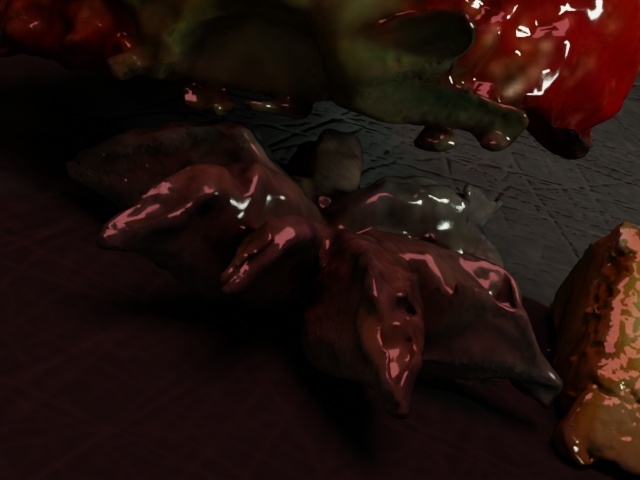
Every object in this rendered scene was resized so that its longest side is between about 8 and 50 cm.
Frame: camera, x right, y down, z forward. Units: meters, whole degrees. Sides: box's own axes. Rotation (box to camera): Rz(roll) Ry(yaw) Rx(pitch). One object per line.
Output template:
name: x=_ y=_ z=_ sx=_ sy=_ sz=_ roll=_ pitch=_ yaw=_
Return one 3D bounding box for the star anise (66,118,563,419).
star anise: x=0.000 y=0.000 z=0.618 sx=0.182 sy=0.065 sz=0.195 roll=11 pitch=28 yaw=-27

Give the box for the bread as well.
bread: x=0.128 y=0.063 z=0.662 sx=0.084 sy=0.080 sz=0.109 roll=22 pitch=59 yaw=-2

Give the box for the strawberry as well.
strawberry: x=0.022 y=-0.124 z=0.709 sx=0.253 sy=0.150 sz=0.280 roll=13 pitch=11 yaw=25
